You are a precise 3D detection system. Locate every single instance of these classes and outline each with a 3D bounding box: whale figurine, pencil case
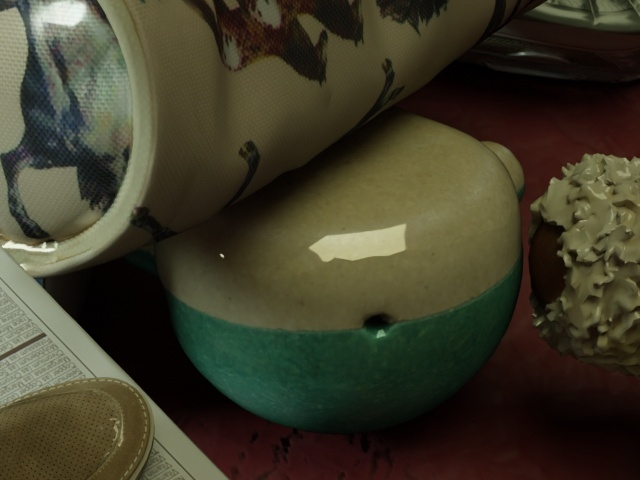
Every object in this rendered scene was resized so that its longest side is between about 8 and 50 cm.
[{"bbox_3d":[0.000,0.000,0.781,0.216,0.141,0.272,-9,24,-10],"label":"whale figurine"},{"bbox_3d":[-0.026,-0.131,0.679,0.160,0.183,0.410,1,24,37],"label":"pencil case"}]

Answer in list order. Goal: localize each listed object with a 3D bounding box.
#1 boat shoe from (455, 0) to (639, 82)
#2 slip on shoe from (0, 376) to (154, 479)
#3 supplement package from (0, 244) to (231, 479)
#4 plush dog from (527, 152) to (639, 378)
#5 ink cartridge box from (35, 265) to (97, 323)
[{"bbox_3d":[0.064,-0.166,0.966,0.321,0.103,0.118,10,64,6],"label":"boat shoe"},{"bbox_3d":[-0.107,0.073,0.448,0.135,0.041,0.051,-22,54,-28],"label":"slip on shoe"},{"bbox_3d":[-0.115,0.181,0.512,0.198,0.199,0.263,-31,59,-33],"label":"supplement package"},{"bbox_3d":[0.238,0.053,0.644,0.211,0.225,0.262,-10,76,-25],"label":"plush dog"},{"bbox_3d":[-0.261,-0.053,0.760,0.308,0.129,0.223,10,46,-1],"label":"ink cartridge box"}]
